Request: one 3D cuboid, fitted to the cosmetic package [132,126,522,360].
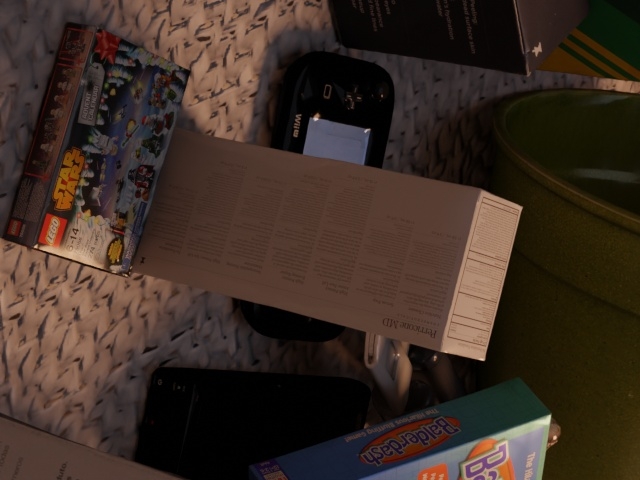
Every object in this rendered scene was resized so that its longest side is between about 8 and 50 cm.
[{"bbox_3d":[0.000,0.000,1.215,0.060,0.239,0.099,20,85,-55],"label":"cosmetic package"}]

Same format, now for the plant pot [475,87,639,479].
[{"bbox_3d":[0.274,0.108,1.574,0.366,0.366,0.353,-15,124,-52],"label":"plant pot"}]

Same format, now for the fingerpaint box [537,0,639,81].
[{"bbox_3d":[0.342,-0.257,1.493,0.445,0.371,0.163,-34,125,-45],"label":"fingerpaint box"}]

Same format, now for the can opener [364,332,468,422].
[{"bbox_3d":[0.089,0.104,1.443,0.283,0.095,0.076,59,39,-61],"label":"can opener"}]

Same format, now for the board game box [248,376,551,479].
[{"bbox_3d":[0.051,0.194,1.350,0.210,0.047,0.160,-17,130,-24],"label":"board game box"}]

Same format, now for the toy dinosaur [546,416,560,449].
[{"bbox_3d":[0.041,0.175,1.403,0.268,0.064,0.118,-14,136,-29],"label":"toy dinosaur"}]

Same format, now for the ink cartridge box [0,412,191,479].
[{"bbox_3d":[-0.165,0.259,1.001,0.071,0.330,0.324,31,76,-60],"label":"ink cartridge box"}]

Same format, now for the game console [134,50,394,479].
[{"bbox_3d":[-0.026,0.048,1.366,0.213,0.044,0.361,8,94,-55],"label":"game console"}]

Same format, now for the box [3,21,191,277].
[{"bbox_3d":[-0.133,-0.053,1.197,0.094,0.027,0.137,20,85,-54],"label":"box"}]

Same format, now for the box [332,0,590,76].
[{"bbox_3d":[0.085,-0.208,1.337,0.093,0.158,0.156,-45,134,-37],"label":"box"}]
